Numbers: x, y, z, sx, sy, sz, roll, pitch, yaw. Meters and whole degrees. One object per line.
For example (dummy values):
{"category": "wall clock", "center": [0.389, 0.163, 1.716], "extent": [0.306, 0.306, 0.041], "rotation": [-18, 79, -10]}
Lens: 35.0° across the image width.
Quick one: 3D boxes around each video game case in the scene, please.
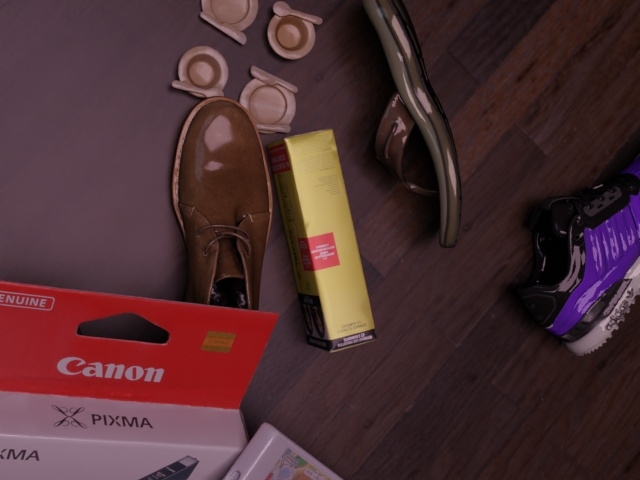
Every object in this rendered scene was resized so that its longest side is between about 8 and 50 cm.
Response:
{"category": "video game case", "center": [-0.060, 0.314, 1.049], "extent": [0.206, 0.026, 0.227], "rotation": [-54, 142, -10]}

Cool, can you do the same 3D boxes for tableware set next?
{"category": "tableware set", "center": [-0.078, -0.205, 1.114], "extent": [0.141, 0.020, 0.169], "rotation": [19, 85, -16]}

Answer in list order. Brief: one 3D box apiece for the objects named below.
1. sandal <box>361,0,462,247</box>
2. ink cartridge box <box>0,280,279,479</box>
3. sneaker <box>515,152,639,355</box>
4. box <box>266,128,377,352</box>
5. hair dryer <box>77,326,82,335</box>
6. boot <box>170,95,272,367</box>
{"category": "sandal", "center": [0.094, -0.135, 1.135], "extent": [0.086, 0.120, 0.303], "rotation": [-19, 95, 11]}
{"category": "ink cartridge box", "center": [-0.207, 0.170, 0.960], "extent": [0.296, 0.066, 0.261], "rotation": [9, 124, -26]}
{"category": "sneaker", "center": [0.330, -0.022, 1.200], "extent": [0.146, 0.102, 0.293], "rotation": [34, 80, -14]}
{"category": "box", "center": [0.000, 0.000, 1.105], "extent": [0.058, 0.087, 0.232], "rotation": [-12, 95, -17]}
{"category": "hair dryer", "center": [-0.394, 0.078, 0.993], "extent": [0.223, 0.080, 0.293], "rotation": [-42, 116, -16]}
{"category": "boot", "center": [-0.095, -0.003, 1.061], "extent": [0.112, 0.115, 0.305], "rotation": [1, 89, -16]}
